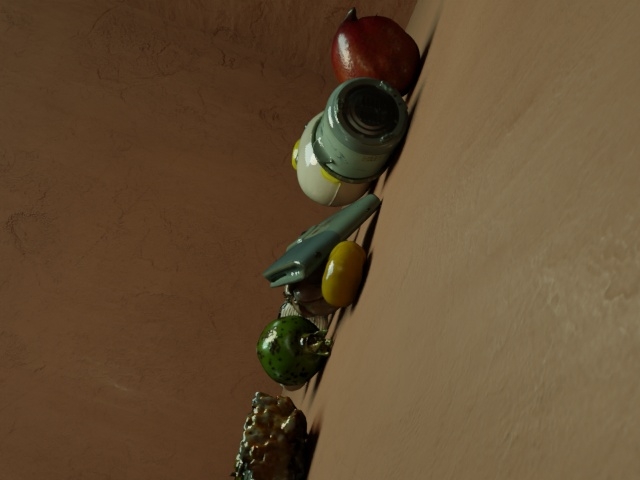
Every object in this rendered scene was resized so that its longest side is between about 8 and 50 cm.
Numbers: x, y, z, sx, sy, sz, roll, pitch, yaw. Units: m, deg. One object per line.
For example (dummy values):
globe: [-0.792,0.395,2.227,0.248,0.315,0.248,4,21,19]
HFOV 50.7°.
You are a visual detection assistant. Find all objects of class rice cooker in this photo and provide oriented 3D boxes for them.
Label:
rice cooker: [0.115,-0.323,2.011,0.316,0.264,0.317,-31,-10,-6]

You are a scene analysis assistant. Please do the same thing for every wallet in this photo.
wallet: [0.000,0.000,1.936,0.360,0.083,0.252,-42,12,-35]

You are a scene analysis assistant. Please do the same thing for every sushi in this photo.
sushi: [-0.148,0.582,1.623,0.417,0.175,0.418,-161,90,-88]

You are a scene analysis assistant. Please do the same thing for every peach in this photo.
peach: [0.059,0.088,1.753,0.179,0.103,0.179,15,-90,-86]

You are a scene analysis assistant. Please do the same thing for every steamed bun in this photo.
steamed bun: [0.067,-0.305,2.431,0.334,0.333,0.374,113,170,-66]

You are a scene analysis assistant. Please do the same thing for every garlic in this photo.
garlic: [0.009,0.140,1.971,0.160,0.213,0.191,62,-143,-27]

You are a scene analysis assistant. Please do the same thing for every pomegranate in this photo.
pomegranate: [-0.070,0.314,1.980,0.263,0.211,0.211,-30,33,48]

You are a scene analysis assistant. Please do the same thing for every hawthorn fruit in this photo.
hawthorn fruit: [0.173,-0.582,2.212,0.295,0.311,0.295,-48,27,35]

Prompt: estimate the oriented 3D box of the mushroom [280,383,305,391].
mushroom: [-0.079,0.404,2.372,0.350,0.128,0.128,-66,-4,-70]

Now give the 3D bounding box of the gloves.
gloves: [-0.023,0.162,2.226,0.135,0.210,0.313,-5,-68,-49]

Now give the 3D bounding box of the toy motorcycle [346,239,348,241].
toy motorcycle: [-0.005,0.111,2.402,0.207,0.134,0.401,-7,67,58]
